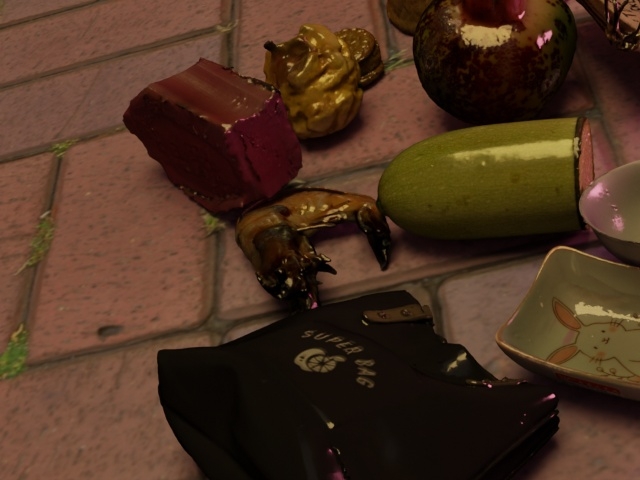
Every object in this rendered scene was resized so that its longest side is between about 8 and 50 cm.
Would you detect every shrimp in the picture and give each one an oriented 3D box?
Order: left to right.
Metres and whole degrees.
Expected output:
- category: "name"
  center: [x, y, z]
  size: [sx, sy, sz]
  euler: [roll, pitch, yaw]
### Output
- category: "shrimp"
  center: [0.002, 0.007, 1.409]
  size: [0.178, 0.075, 0.289]
  euler: [-21, 23, -7]

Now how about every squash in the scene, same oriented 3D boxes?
- category: "squash"
  center: [0.180, -0.067, 1.362]
  size: [0.247, 0.132, 0.132]
  euler: [-3, 38, 19]

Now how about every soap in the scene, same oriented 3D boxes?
- category: "soap"
  center: [-0.146, -0.141, 1.566]
  size: [0.112, 0.182, 0.289]
  euler: [-34, 41, -24]

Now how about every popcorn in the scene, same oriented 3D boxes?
- category: "popcorn"
  center: [-0.014, -0.215, 1.645]
  size: [0.148, 0.152, 0.167]
  euler: [-60, 39, 19]

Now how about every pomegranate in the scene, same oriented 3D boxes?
- category: "pomegranate"
  center: [0.219, -0.263, 1.509]
  size: [0.214, 0.248, 0.214]
  euler: [-3, 56, 4]

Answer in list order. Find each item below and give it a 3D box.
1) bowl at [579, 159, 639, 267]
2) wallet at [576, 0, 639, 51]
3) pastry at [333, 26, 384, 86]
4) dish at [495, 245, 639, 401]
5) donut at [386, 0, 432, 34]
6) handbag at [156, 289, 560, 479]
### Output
- category: "bowl"
  center: [0.366, -0.010, 1.239]
  size: [0.189, 0.086, 0.189]
  euler: [-12, 28, 7]
- category: "wallet"
  center: [0.421, -0.304, 1.540]
  size: [0.274, 0.068, 0.335]
  euler: [8, 28, -21]
- category: "pastry"
  center: [0.041, -0.262, 1.744]
  size: [0.097, 0.057, 0.109]
  euler: [-26, 35, -7]
- category: "dish"
  center: [0.292, 0.093, 1.150]
  size: [0.212, 0.077, 0.151]
  euler: [11, 47, 34]
- category: "donut"
  center: [0.236, -0.422, 1.827]
  size: [0.303, 0.110, 0.303]
  euler: [-13, 37, 10]
- category: "handbag"
  center: [0.041, 0.158, 1.132]
  size: [0.288, 0.152, 0.342]
  euler: [-23, 35, -26]
